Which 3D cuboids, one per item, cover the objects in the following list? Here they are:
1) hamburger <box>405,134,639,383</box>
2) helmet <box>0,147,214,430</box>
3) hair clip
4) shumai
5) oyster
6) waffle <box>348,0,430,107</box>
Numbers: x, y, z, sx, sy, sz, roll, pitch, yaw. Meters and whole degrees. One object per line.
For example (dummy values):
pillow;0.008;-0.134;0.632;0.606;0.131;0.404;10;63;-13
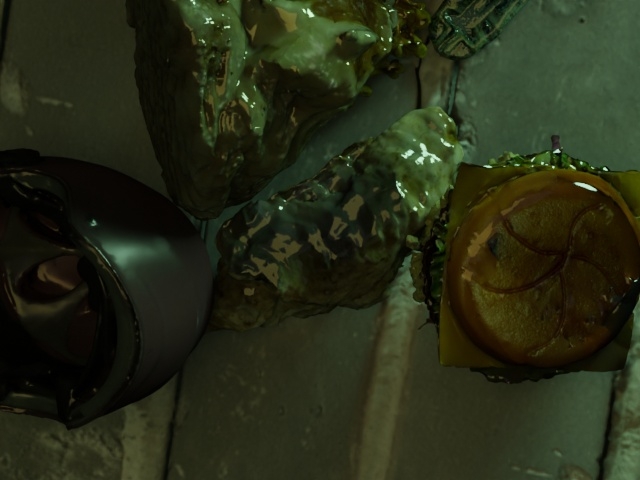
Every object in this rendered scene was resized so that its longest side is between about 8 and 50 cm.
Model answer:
hamburger;0.211;0.019;1.823;0.261;0.139;0.243;7;103;-11
helmet;-0.248;0.035;1.894;0.338;0.197;0.271;18;115;40
hair clip;0.198;-0.271;1.886;0.229;0.036;0.066;-45;72;19
shumai;-0.047;-0.181;1.840;0.262;0.267;0.314;-10;118;-13
oyster;-0.002;-0.003;1.893;0.341;0.110;0.166;-23;85;11
waffle;-0.003;-0.248;1.926;0.231;0.051;0.229;-27;81;11
